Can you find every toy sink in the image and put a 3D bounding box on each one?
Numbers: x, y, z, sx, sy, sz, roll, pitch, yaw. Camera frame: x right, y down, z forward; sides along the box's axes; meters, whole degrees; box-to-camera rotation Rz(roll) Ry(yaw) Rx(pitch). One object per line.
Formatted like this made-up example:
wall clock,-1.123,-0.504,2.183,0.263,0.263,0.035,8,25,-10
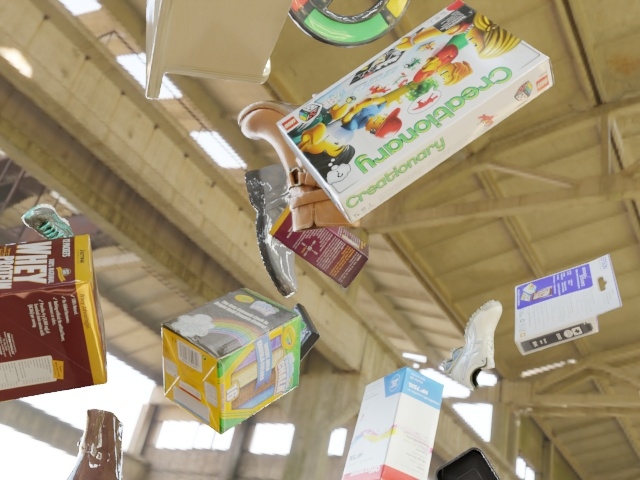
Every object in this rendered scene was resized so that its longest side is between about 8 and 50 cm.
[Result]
toy sink,-0.110,-0.264,0.746,0.131,0.153,0.234,3,-22,-18

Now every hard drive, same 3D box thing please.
hard drive,-0.052,0.190,1.393,0.022,0.094,0.135,35,7,-24

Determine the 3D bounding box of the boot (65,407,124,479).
boot,-0.299,0.366,0.998,0.090,0.207,0.248,3,-29,4

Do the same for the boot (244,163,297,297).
boot,-0.042,-0.049,1.678,0.222,0.338,0.118,-15,-11,5

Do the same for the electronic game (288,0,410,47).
electronic game,0.039,-0.397,1.012,0.229,0.229,0.048,31,0,-28

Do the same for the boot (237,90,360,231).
boot,-0.034,-0.125,1.176,0.283,0.220,0.109,1,4,39

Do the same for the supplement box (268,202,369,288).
supplement box,0.000,0.000,1.385,0.188,0.104,0.081,36,-78,-4

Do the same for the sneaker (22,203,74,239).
sneaker,-0.571,-0.023,1.504,0.076,0.065,0.166,49,-2,18

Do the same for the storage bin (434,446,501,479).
storage bin,0.343,0.556,1.532,0.122,0.180,0.084,-33,-23,2

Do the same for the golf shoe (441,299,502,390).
golf shoe,0.303,0.197,1.303,0.069,0.086,0.176,6,-64,-42

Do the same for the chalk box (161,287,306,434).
chalk box,-0.115,0.166,1.059,0.132,0.213,0.132,22,-60,36

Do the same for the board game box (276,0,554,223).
board game box,0.113,-0.174,0.903,0.305,0.193,0.053,-35,-42,-2

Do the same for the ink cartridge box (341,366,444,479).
ink cartridge box,0.107,0.329,1.094,0.078,0.231,0.134,28,-34,-13

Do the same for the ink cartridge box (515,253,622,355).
ink cartridge box,0.491,0.125,1.397,0.208,0.206,0.045,-25,-72,26

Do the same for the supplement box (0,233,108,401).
supplement box,-0.422,0.114,1.024,0.194,0.129,0.191,-7,-57,-15
